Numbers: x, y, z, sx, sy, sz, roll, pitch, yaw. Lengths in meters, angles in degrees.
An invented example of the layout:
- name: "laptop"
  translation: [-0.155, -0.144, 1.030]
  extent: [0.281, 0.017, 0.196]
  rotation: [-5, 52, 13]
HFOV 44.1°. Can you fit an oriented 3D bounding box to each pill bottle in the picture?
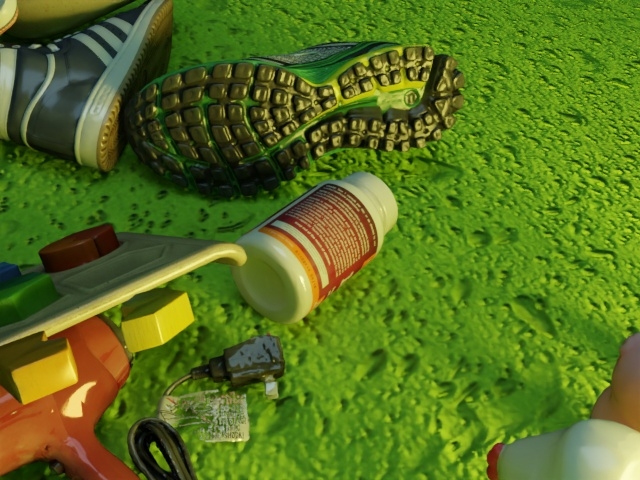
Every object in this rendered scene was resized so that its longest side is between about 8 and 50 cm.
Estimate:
- name: "pill bottle"
  translation: [0.000, 0.000, 0.692]
  extent: [0.086, 0.086, 0.152]
  rotation: [32, 47, 24]

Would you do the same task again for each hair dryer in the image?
- name: "hair dryer"
  translation: [-0.149, 0.140, 0.518]
  extent: [0.294, 0.080, 0.223]
  rotation: [0, 43, -9]

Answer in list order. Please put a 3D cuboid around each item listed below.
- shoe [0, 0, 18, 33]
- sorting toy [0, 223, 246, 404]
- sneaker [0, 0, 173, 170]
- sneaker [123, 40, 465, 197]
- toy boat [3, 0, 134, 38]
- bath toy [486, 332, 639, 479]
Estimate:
- name: "shoe"
  translation: [-0.365, -0.222, 0.842]
  extent: [0.178, 0.081, 0.063]
  rotation: [-2, 71, 30]
- name: "sorting toy"
  translation: [-0.173, 0.031, 0.543]
  extent: [0.229, 0.041, 0.307]
  rotation: [-21, 14, -31]
- name: "sneaker"
  translation: [-0.260, -0.193, 0.857]
  extent: [0.153, 0.099, 0.282]
  rotation: [11, 45, 1]
- name: "sneaker"
  translation: [-0.033, -0.135, 0.832]
  extent: [0.344, 0.134, 0.146]
  rotation: [-9, 22, -15]
- name: "toy boat"
  translation: [-0.301, -0.370, 0.979]
  extent: [0.268, 0.148, 0.318]
  rotation: [-22, 32, 8]
- name: "bath toy"
  translation: [0.252, 0.114, 0.580]
  extent: [0.348, 0.151, 0.129]
  rotation: [-31, 16, -32]
